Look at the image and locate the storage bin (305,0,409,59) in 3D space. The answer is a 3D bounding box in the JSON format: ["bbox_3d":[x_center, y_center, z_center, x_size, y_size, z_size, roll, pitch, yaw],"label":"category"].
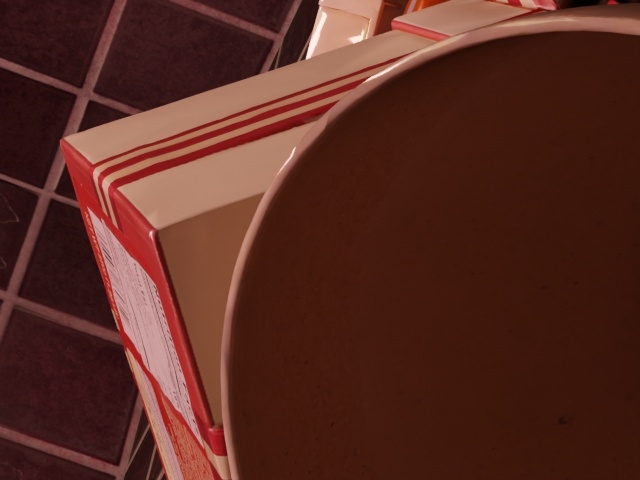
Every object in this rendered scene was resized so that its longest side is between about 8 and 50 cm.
[{"bbox_3d":[0.017,-0.137,1.413,0.260,0.123,0.262,-15,-59,-75],"label":"storage bin"}]

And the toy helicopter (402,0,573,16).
[{"bbox_3d":[0.161,-0.243,1.332,0.355,0.140,0.235,-82,14,-70],"label":"toy helicopter"}]

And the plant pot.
[{"bbox_3d":[0.137,0.048,0.580,0.191,0.284,0.284,-27,-30,-50],"label":"plant pot"}]

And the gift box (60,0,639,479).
[{"bbox_3d":[0.043,0.017,0.802,0.276,0.258,0.255,-135,28,-65],"label":"gift box"}]
